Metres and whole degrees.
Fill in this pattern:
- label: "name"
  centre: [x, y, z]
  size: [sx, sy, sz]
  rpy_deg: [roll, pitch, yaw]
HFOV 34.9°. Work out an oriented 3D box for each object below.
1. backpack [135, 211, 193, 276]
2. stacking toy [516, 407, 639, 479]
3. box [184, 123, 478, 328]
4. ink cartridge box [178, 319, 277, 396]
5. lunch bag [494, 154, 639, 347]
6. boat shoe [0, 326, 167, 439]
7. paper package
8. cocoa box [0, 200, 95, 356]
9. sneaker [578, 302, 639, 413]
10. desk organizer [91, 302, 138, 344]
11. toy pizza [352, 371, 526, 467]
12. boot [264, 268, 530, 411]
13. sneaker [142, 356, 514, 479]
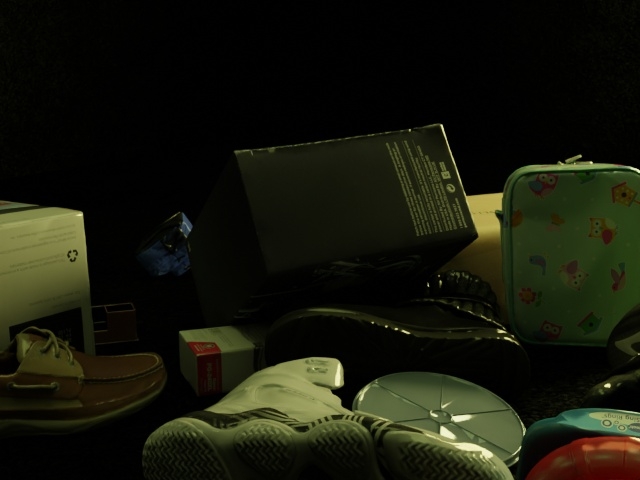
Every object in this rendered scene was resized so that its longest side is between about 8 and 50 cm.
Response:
- label: "backpack"
  centre: [-0.291, 0.019, 1.959]
  size: [0.120, 0.101, 0.098]
  rpy_deg: [-34, 11, -1]
- label: "stacking toy"
  centre: [0.212, 0.273, 0.731]
  size: [0.175, 0.166, 0.302]
  rpy_deg: [7, 29, 16]
- label: "box"
  centre: [0.000, 0.000, 1.473]
  size: [0.312, 0.179, 0.343]
  rpy_deg: [-9, -18, -21]
- label: "ink cartridge box"
  centre: [-0.108, 0.158, 1.391]
  size: [0.150, 0.063, 0.109]
  rpy_deg: [-5, 13, -19]
- label: "lunch bag"
  centre: [0.372, 0.015, 1.505]
  size: [0.223, 0.279, 0.108]
  rpy_deg: [0, 8, 13]
- label: "boat shoe"
  centre: [-0.342, 0.169, 1.237]
  size: [0.324, 0.117, 0.123]
  rpy_deg: [-8, 14, -28]
- label: "paper package"
  centre: [0.258, 0.026, 1.726]
  size: [0.324, 0.168, 0.309]
  rpy_deg: [-6, 14, -19]
- label: "cocoa box"
  centre: [-0.515, 0.084, 1.367]
  size: [0.227, 0.232, 0.347]
  rpy_deg: [8, 15, 39]
- label: "sneaker"
  centre: [0.363, 0.163, 1.066]
  size: [0.202, 0.185, 0.483]
  rpy_deg: [4, 12, 4]
- label: "desk organizer"
  centre: [-0.349, 0.131, 1.562]
  size: [0.130, 0.050, 0.047]
  rpy_deg: [-5, 13, -17]
- label: "toy pizza"
  centre: [0.134, 0.212, 1.156]
  size: [0.201, 0.032, 0.201]
  rpy_deg: [7, 23, -3]
- label: "boot"
  centre: [0.094, 0.123, 1.367]
  size: [0.347, 0.131, 0.260]
  rpy_deg: [8, 18, -7]
- label: "sneaker"
  centre: [0.025, 0.202, 1.010]
  size: [0.365, 0.138, 0.210]
  rpy_deg: [1, 15, 22]
